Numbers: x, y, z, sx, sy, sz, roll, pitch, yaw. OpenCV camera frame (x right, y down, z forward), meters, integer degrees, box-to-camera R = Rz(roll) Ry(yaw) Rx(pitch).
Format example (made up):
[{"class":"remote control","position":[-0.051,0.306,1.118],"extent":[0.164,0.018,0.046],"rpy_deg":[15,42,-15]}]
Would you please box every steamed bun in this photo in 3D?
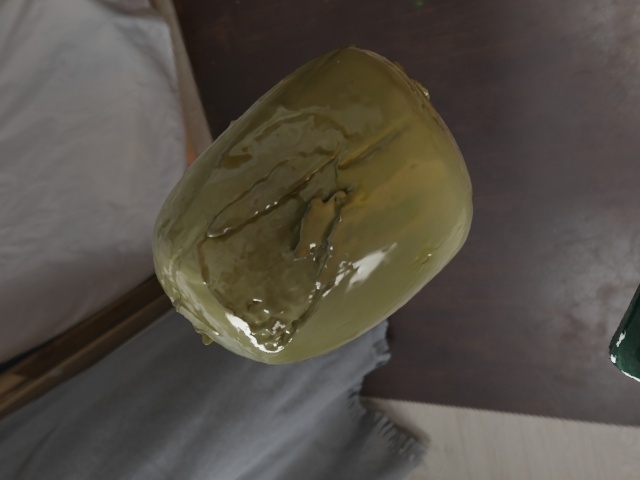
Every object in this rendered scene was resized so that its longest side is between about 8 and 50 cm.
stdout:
[{"class":"steamed bun","position":[0.000,0.000,0.604],"extent":[0.166,0.232,0.273],"rpy_deg":[42,168,11]}]

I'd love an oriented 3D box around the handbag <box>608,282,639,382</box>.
[{"class":"handbag","position":[0.387,0.011,0.634],"extent":[0.089,0.238,0.327],"rpy_deg":[-113,24,-51]}]
